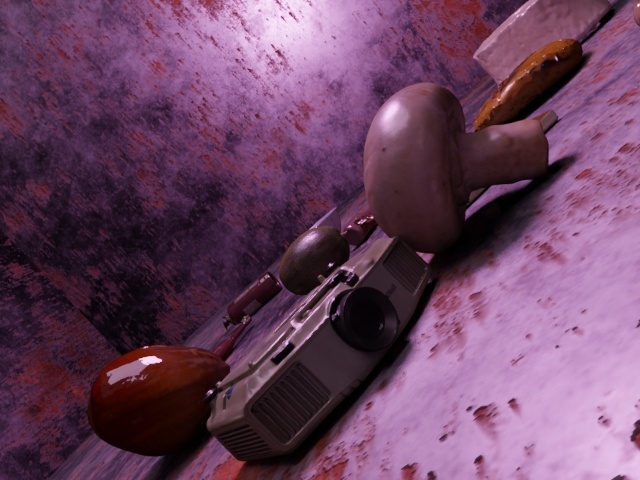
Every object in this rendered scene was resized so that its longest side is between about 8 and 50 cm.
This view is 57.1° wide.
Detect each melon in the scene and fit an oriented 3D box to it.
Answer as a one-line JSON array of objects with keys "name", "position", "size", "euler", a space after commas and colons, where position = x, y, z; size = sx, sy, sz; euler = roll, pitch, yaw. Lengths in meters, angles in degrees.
[{"name": "melon", "position": [-0.009, 0.037, 1.169], "size": [0.167, 0.114, 0.114], "euler": [-42, 5, 9]}]

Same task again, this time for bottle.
[{"name": "bottle", "position": [0.095, -0.037, 1.361], "size": [0.053, 0.053, 0.140], "euler": [-39, 6, 33]}]

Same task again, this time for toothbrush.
[{"name": "toothbrush", "position": [-0.247, 0.278, 1.407], "size": [0.041, 0.041, 0.364], "euler": [-39, 5, 31]}]

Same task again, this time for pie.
[{"name": "pie", "position": [0.408, -0.311, 1.183], "size": [0.273, 0.069, 0.273], "euler": [-41, 4, 3]}]

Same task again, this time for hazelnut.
[{"name": "hazelnut", "position": [-0.250, 0.240, 0.930], "size": [0.181, 0.181, 0.212], "euler": [-62, -3, -8]}]

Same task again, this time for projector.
[{"name": "projector", "position": [0.003, 0.103, 0.626], "size": [0.269, 0.088, 0.193], "euler": [-45, 3, -34]}]

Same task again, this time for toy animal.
[{"name": "toy animal", "position": [0.141, -0.079, 1.042], "size": [0.229, 0.066, 0.224], "euler": [-34, 4, -10]}]

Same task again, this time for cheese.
[{"name": "cheese", "position": [0.552, -0.529, 1.464], "size": [0.292, 0.153, 0.332], "euler": [-45, 7, -31]}]

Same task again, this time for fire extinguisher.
[{"name": "fire extinguisher", "position": [-0.216, 0.196, 1.796], "size": [0.231, 0.071, 0.099], "euler": [-43, -23, 8]}]

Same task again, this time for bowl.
[{"name": "bowl", "position": [0.000, 0.000, 1.627], "size": [0.189, 0.086, 0.189], "euler": [-42, 3, 3]}]

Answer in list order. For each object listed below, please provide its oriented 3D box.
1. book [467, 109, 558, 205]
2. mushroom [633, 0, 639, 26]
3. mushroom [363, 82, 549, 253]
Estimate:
[{"name": "book", "position": [0.249, -0.112, 0.990], "size": [0.208, 0.020, 0.295], "euler": [-44, 4, -8]}, {"name": "mushroom", "position": [0.522, -0.384, 0.745], "size": [0.270, 0.103, 0.118], "euler": [-47, 4, 13]}, {"name": "mushroom", "position": [0.150, -0.078, 0.711], "size": [0.206, 0.209, 0.207], "euler": [-161, 90, -90]}]
